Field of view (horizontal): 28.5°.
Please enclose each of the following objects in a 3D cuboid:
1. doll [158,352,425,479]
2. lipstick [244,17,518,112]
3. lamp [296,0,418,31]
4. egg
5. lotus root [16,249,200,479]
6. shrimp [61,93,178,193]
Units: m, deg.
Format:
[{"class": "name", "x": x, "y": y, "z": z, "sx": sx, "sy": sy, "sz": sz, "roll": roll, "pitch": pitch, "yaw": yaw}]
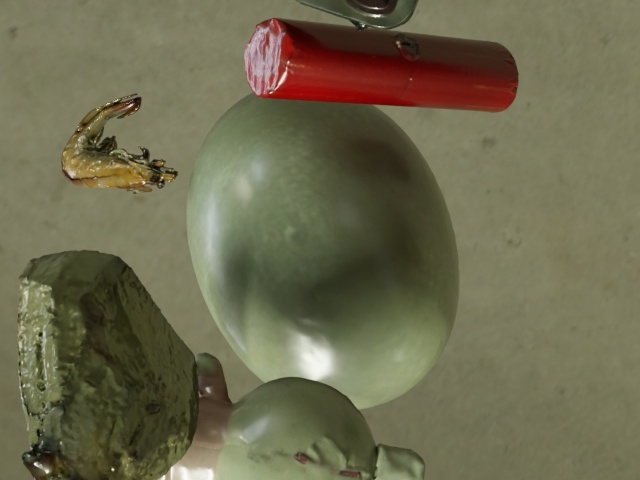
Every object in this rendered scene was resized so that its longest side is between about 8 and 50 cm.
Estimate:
[{"class": "doll", "x": -0.060, "y": 0.176, "z": 1.009, "sx": 0.275, "sy": 0.154, "sz": 0.113, "roll": 7, "pitch": 161, "yaw": 26}, {"class": "lipstick", "x": 0.063, "y": -0.155, "z": 1.134, "sx": 0.073, "sy": 0.280, "sz": 0.073, "roll": 3, "pitch": 94, "yaw": 52}, {"class": "lamp", "x": -0.017, "y": -0.281, "z": 0.933, "sx": 0.203, "sy": 0.124, "sz": 0.283, "roll": 21, "pitch": 164, "yaw": 13}, {"class": "egg", "x": 0.000, "y": 0.000, "z": 1.245, "sx": 0.258, "sy": 0.258, "sz": 0.352, "roll": -47, "pitch": 57, "yaw": 40}, {"class": "lotus root", "x": -0.121, "y": 0.094, "z": 0.743, "sx": 0.070, "sy": 0.144, "sz": 0.143, "roll": -16, "pitch": 133, "yaw": 14}, {"class": "shrimp", "x": -0.214, "y": -0.109, "z": 1.415, "sx": 0.178, "sy": 0.124, "sz": 0.034, "roll": 4, "pitch": 154, "yaw": 35}]
